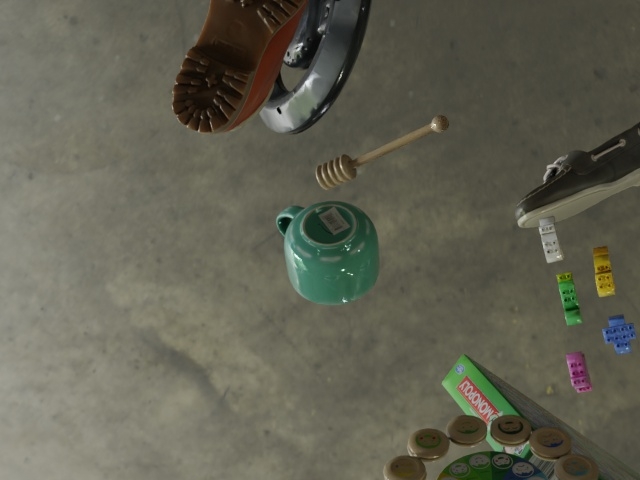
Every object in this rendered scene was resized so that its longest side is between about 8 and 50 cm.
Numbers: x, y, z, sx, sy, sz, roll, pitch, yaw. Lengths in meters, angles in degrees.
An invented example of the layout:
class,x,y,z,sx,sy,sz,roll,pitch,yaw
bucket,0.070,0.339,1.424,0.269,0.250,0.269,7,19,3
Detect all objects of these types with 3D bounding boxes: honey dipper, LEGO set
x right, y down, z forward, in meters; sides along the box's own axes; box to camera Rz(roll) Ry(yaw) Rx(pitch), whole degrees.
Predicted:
class,x,y,z,sx,sy,sz,roll,pitch,yaw
honey dipper,0.067,-0.096,1.043,0.160,0.030,0.030,-22,117,30
LEGO set,0.333,0.075,1.193,0.087,0.093,0.227,-14,88,17

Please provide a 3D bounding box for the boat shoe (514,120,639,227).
class,x,y,z,sx,sy,sz,roll,pitch,yaw
boat shoe,0.411,-0.110,1.453,0.335,0.096,0.112,-21,165,-23

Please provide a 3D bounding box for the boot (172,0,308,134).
class,x,y,z,sx,sy,sz,roll,pitch,yaw
boot,-0.044,-0.144,0.661,0.059,0.084,0.158,31,96,9

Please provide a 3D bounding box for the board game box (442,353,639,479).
class,x,y,z,sx,sy,sz,roll,pitch,yaw
board game box,0.288,0.251,1.011,0.317,0.213,0.046,35,94,-17

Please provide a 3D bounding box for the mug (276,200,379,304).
class,x,y,z,sx,sy,sz,roll,pitch,yaw
mug,0.002,0.007,1.327,0.157,0.129,0.097,8,141,11

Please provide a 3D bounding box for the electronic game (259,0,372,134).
class,x,y,z,sx,sy,sz,roll,pitch,yaw
electronic game,-0.013,-0.224,1.019,0.048,0.229,0.229,12,124,-29

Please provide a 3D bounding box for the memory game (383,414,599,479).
class,x,y,z,sx,sy,sz,roll,pitch,yaw
memory game,0.141,0.204,0.800,0.186,0.186,0.012,-2,120,7
